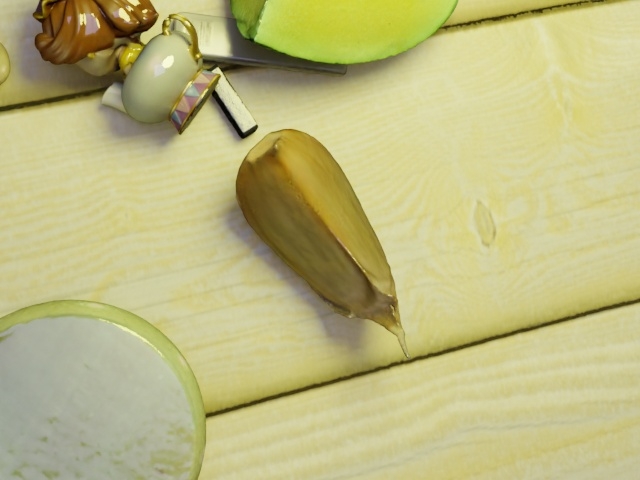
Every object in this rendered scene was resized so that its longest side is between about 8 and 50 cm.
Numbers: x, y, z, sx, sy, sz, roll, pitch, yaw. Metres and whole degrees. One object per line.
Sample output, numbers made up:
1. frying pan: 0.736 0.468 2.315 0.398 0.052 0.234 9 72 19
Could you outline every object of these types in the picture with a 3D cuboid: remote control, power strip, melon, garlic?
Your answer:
1. remote control: -0.086 -0.286 1.206 0.260 0.029 0.067 4 83 -14
2. power strip: -0.131 -0.199 1.183 0.029 0.038 0.111 -35 93 -11
3. melon: 0.041 -0.331 1.165 0.323 0.124 0.196 2 47 -22
4. garlic: 0.006 0.008 1.123 0.151 0.196 0.338 -32 95 3

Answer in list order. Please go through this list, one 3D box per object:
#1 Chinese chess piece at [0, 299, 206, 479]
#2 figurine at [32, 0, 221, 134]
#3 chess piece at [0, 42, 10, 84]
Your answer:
1. Chinese chess piece: -0.323 0.251 1.056 0.349 0.146 0.349 1 86 -13
2. figurine: -0.267 -0.261 1.101 0.263 0.142 0.189 36 121 -8
3. chess piece: -0.500 -0.223 1.088 0.170 0.094 0.094 -14 89 -20
